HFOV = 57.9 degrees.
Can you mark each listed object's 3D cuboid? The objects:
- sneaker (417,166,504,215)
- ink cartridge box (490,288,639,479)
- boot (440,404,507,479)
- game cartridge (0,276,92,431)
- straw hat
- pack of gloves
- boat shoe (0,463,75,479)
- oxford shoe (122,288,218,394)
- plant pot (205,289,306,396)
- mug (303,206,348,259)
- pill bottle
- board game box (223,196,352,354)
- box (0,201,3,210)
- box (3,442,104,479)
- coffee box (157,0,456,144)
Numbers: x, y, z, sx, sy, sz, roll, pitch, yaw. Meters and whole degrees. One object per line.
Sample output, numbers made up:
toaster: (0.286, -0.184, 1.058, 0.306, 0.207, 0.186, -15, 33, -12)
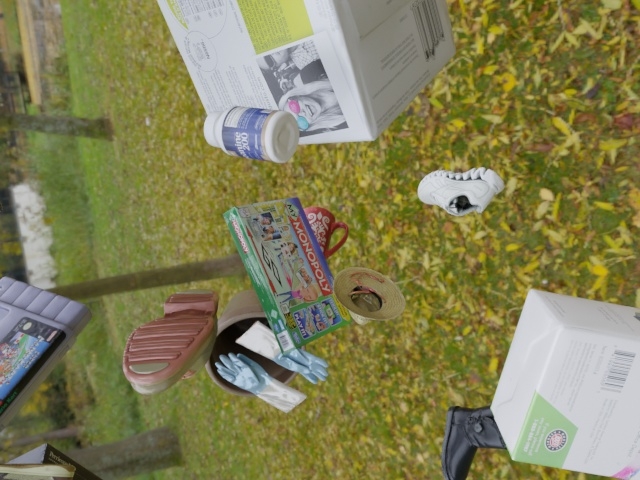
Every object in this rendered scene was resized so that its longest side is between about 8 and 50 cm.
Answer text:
sneaker: (0.365, -0.127, 1.609, 0.292, 0.110, 0.118, -1, 53, 60)
ink cartridge box: (0.439, 0.207, 0.782, 0.119, 0.353, 0.207, -88, 9, -72)
boot: (0.467, 0.606, 1.711, 0.207, 0.094, 0.246, -20, 53, 50)
game cartridge: (-0.616, 0.231, 1.060, 0.230, 0.355, 0.068, 11, 139, 23)
straw hat: (0.080, 0.116, 1.049, 0.144, 0.144, 0.061, 53, 137, 42)
pack of gloves: (-0.107, 0.281, 1.319, 0.195, 0.232, 0.046, -44, 23, 26)
boat shoe: (-0.397, 0.313, 0.738, 0.056, 0.152, 0.049, 106, 162, -62)
oxford shoe: (-0.261, 0.211, 1.104, 0.397, 0.140, 0.147, -71, -20, -77)
plant pot: (-0.182, 0.247, 1.568, 0.229, 0.263, 0.263, -110, 21, -62)
mug: (-0.008, -0.005, 1.678, 0.150, 0.113, 0.169, -20, 43, 33)
pill bottle: (-0.094, -0.142, 0.765, 0.120, 0.067, 0.067, 13, 114, 31)
board game box: (-0.065, 0.065, 1.259, 0.046, 0.213, 0.317, -30, 81, 37)
box: (-0.692, -0.097, 0.806, 0.097, 0.395, 0.318, 26, 133, 25)
box: (-0.656, 0.744, 1.426, 0.343, 0.179, 0.312, 56, -168, -34)
coffee box: (-0.018, -0.384, 0.964, 0.334, 0.337, 0.338, 4, 128, 38)
